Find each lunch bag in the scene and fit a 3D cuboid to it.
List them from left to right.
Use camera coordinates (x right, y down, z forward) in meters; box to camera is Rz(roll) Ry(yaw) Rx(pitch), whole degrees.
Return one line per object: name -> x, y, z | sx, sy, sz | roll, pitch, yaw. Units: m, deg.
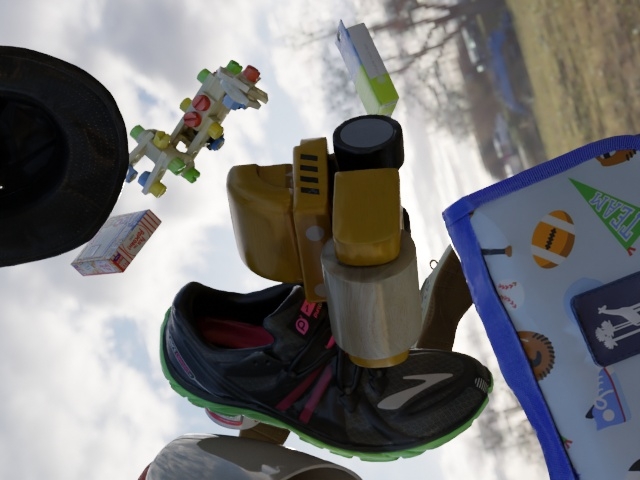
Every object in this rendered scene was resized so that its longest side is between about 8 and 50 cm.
lunch bag -> 0.326, 0.064, 1.101 | 0.385, 0.239, 0.327 | -15, -102, -34

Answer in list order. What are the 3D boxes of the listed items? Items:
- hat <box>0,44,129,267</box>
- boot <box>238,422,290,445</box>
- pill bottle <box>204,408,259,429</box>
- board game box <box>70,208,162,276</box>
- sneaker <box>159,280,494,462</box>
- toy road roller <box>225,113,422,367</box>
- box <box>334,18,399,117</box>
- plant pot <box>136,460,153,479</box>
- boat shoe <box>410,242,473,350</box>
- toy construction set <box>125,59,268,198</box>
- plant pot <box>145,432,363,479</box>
hat -> -0.403, -0.116, 1.354 | 0.331, 0.331, 0.134 | 63, 178, -37
boot -> -0.117, 0.299, 2.138 | 0.203, 0.095, 0.262 | 156, 131, -66
pill bottle -> -0.133, 0.222, 1.921 | 0.108, 0.108, 0.180 | -86, 9, -60
board game box -> -0.442, 0.006, 2.433 | 0.045, 0.193, 0.146 | 47, -119, -25
sneaker -> -0.001, 0.169, 1.566 | 0.185, 0.483, 0.202 | -73, -12, -45
toy road roller -> 0.000, 0.000, 1.458 | 0.329, 0.241, 0.202 | -91, -6, -51
box -> 0.082, -0.309, 2.040 | 0.109, 0.042, 0.178 | 111, 137, -75
plant pot -> -0.203, 0.541, 2.034 | 0.275, 0.243, 0.274 | 6, -90, -76
boat shoe -> 0.217, 0.115, 2.085 | 0.105, 0.285, 0.089 | 26, 178, -27
toy construction set -> -0.227, -0.224, 2.083 | 0.151, 0.328, 0.215 | 55, -157, 8
plant pot -> -0.108, 0.365, 1.503 | 0.274, 0.256, 0.256 | 22, 146, 48
